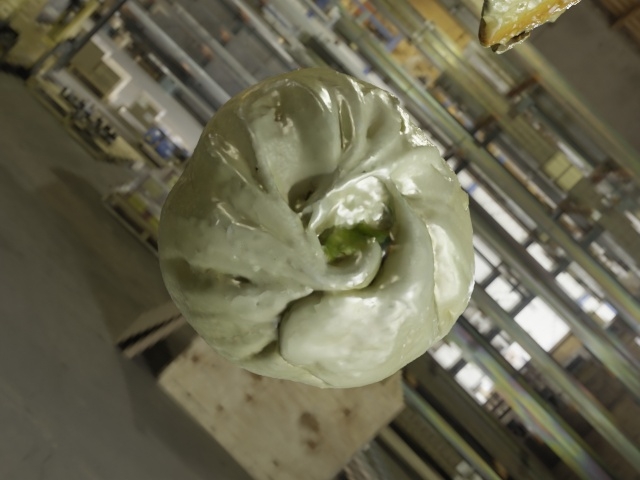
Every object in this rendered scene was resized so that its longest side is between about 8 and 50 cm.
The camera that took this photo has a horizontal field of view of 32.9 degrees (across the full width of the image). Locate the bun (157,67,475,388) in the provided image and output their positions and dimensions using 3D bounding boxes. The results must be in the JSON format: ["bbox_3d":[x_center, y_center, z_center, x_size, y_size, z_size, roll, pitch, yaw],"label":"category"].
[{"bbox_3d":[0.000,0.000,0.824,0.259,0.259,0.160,44,3,-14],"label":"bun"}]

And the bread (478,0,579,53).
[{"bbox_3d":[0.140,-0.179,0.572,0.127,0.152,0.147,27,-14,15],"label":"bread"}]
